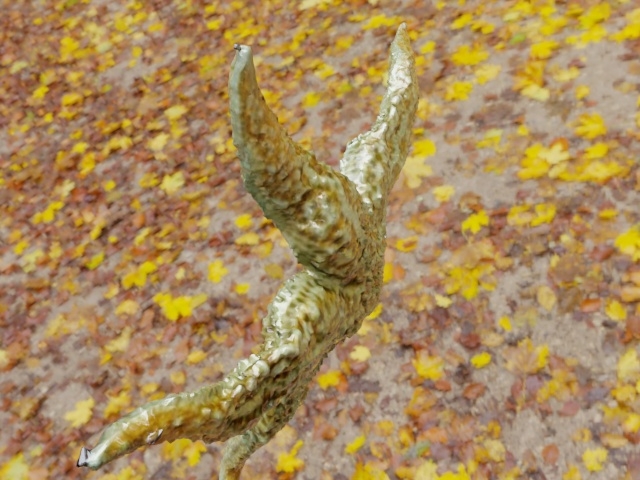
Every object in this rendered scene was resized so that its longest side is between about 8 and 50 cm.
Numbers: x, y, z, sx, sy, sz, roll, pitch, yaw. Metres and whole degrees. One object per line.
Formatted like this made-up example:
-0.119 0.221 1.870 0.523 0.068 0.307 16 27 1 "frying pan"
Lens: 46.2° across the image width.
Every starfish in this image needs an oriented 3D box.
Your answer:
0.003 -0.001 0.456 0.078 0.347 0.358 21 77 17 "starfish"
